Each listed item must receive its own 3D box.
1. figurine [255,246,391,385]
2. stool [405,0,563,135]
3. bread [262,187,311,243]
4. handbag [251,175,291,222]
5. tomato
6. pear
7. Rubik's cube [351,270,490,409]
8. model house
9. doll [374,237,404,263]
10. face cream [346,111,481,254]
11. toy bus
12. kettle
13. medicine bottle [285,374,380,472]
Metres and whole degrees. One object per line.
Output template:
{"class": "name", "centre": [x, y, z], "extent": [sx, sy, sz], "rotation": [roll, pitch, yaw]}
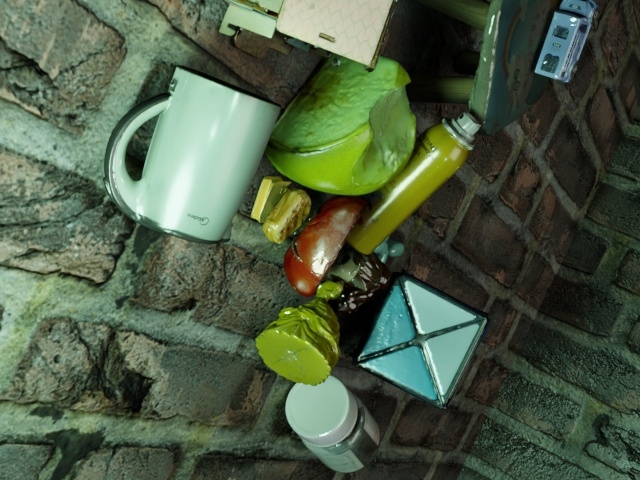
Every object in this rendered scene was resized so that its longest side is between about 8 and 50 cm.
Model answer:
{"class": "figurine", "centre": [0.018, 0.127, 1.709], "extent": [0.315, 0.168, 0.187], "rotation": [-55, 165, -33]}
{"class": "stool", "centre": [0.336, -0.412, 1.708], "extent": [0.310, 0.226, 0.310], "rotation": [-33, 137, -42]}
{"class": "bread", "centre": [-0.060, -0.044, 1.501], "extent": [0.111, 0.044, 0.083], "rotation": [-54, 160, -7]}
{"class": "handbag", "centre": [-0.091, -0.074, 1.495], "extent": [0.061, 0.027, 0.083], "rotation": [-10, 125, -58]}
{"class": "tomato", "centre": [-0.003, -0.001, 1.574], "extent": [0.228, 0.101, 0.228], "rotation": [-56, 178, -3]}
{"class": "pear", "centre": [0.068, -0.182, 1.520], "extent": [0.286, 0.176, 0.282], "rotation": [-54, 150, -15]}
{"class": "Rubik's cube", "centre": [0.245, 0.237, 1.966], "extent": [0.246, 0.248, 0.250], "rotation": [-64, 167, -3]}
{"class": "model house", "centre": [0.006, -0.336, 1.245], "extent": [0.326, 0.244, 0.169], "rotation": [8, 103, -59]}
{"class": "doll", "centre": [0.130, 0.026, 1.871], "extent": [0.158, 0.059, 0.159], "rotation": [20, 96, -60]}
{"class": "face cream", "centre": [0.183, -0.122, 1.661], "extent": [0.348, 0.105, 0.105], "rotation": [-44, 155, 21]}
{"class": "toy bus", "centre": [0.494, -0.408, 1.664], "extent": [0.076, 0.073, 0.167], "rotation": [-11, 122, -53]}
{"class": "kettle", "centre": [-0.196, -0.124, 1.197], "extent": [0.221, 0.161, 0.237], "rotation": [16, 102, -31]}
{"class": "medicine bottle", "centre": [0.032, 0.425, 1.911], "extent": [0.165, 0.165, 0.273], "rotation": [-54, 147, -17]}
